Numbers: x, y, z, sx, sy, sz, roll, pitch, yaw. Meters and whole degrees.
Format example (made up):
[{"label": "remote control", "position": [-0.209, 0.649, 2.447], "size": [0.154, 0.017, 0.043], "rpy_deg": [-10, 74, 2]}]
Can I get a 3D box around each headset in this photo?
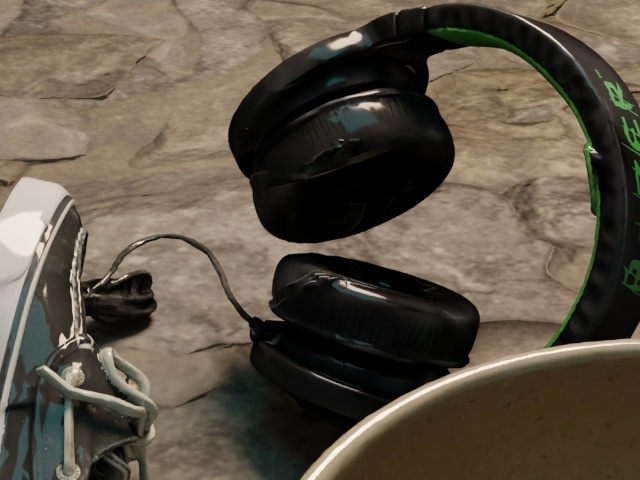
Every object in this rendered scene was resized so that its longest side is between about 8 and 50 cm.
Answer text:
[{"label": "headset", "position": [0.000, 0.000, 0.994], "size": [0.394, 0.243, 0.185], "rpy_deg": [-14, -13, 38]}]

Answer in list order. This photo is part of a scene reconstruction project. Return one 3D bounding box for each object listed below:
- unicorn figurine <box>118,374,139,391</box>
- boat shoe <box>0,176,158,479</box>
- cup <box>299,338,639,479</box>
[{"label": "unicorn figurine", "position": [-0.155, 0.100, 0.972], "size": [0.111, 0.060, 0.162], "rpy_deg": [23, 30, 19]}, {"label": "boat shoe", "position": [-0.135, 0.102, 0.856], "size": [0.105, 0.113, 0.306], "rpy_deg": [8, 49, -5]}, {"label": "cup", "position": [0.140, 0.220, 0.574], "size": [0.331, 0.237, 0.331], "rpy_deg": [2, 28, -1]}]
